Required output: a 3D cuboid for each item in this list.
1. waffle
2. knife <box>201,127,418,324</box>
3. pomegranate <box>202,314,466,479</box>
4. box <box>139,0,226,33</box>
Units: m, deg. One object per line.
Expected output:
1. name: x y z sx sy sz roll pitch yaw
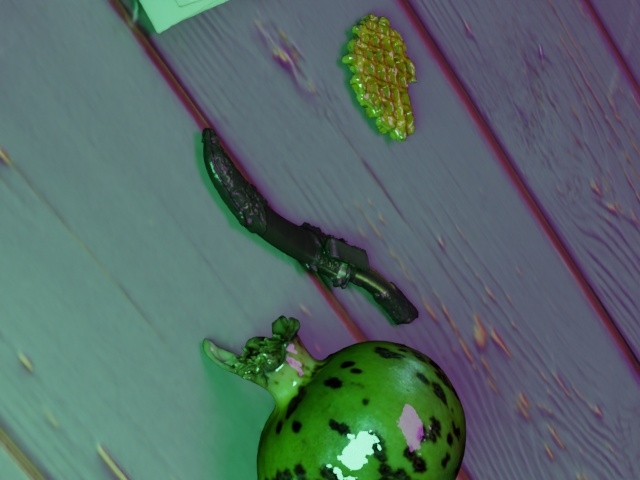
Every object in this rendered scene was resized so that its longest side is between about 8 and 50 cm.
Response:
1. waffle: 0.042 -0.112 1.266 0.078 0.016 0.085 49 37 -33
2. knife: -0.001 0.005 1.132 0.222 0.021 0.045 39 41 -41
3. pomegranate: 0.007 0.097 1.014 0.161 0.122 0.122 43 35 -1
4. box: -0.045 -0.275 1.114 0.203 0.116 0.274 62 32 -14
